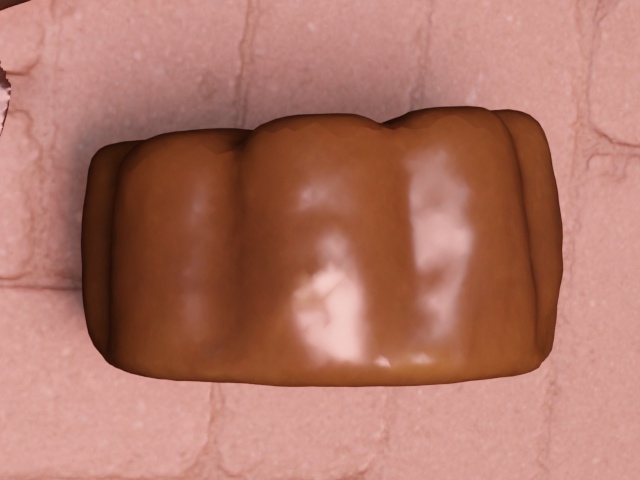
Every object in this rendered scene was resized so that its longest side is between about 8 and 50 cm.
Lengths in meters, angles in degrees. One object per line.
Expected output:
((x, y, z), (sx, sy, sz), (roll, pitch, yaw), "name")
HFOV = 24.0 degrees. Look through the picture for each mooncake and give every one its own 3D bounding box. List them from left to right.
((0.000, 0.000, 1.165), (0.378, 0.378, 0.201), (0, 90, -20), "mooncake")

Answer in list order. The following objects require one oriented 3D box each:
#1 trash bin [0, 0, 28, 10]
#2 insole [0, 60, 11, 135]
((-0.228, -0.281, 1.136), (0.301, 0.203, 0.252), (-23, 120, -17), "trash bin")
((-0.354, -0.015, 1.215), (0.111, 0.007, 0.328), (28, 84, -19), "insole")
